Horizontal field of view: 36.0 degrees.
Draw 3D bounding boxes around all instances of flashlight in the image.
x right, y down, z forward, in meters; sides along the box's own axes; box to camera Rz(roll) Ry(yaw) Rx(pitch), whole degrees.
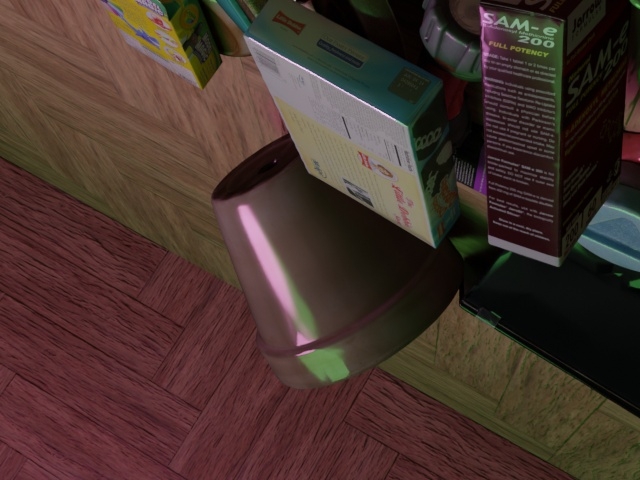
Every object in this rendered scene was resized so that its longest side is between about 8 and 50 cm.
[{"bbox_3d":[0.131,-0.157,0.963,0.103,0.103,0.304,33,163,8],"label":"flashlight"}]

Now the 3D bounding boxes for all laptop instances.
[{"bbox_3d":[0.407,0.081,1.317,0.382,0.236,0.408,32,-167,1],"label":"laptop"}]

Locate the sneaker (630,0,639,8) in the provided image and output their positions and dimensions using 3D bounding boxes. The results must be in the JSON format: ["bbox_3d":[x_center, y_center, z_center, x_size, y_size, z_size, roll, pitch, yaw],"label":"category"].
[{"bbox_3d":[0.271,-0.184,0.673,0.134,0.070,0.051,10,151,52],"label":"sneaker"}]

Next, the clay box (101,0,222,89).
[{"bbox_3d":[-0.195,-0.268,1.154,0.127,0.053,0.222,33,169,11],"label":"clay box"}]

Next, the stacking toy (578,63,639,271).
[{"bbox_3d":[0.315,-0.050,0.885,0.279,0.130,0.309,41,162,-31],"label":"stacking toy"}]

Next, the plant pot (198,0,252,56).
[{"bbox_3d":[-0.166,-0.294,1.191,0.236,0.032,0.236,32,170,6],"label":"plant pot"}]

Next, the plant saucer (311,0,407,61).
[{"bbox_3d":[0.028,-0.221,0.962,0.168,0.029,0.168,58,171,15],"label":"plant saucer"}]

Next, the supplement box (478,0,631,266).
[{"bbox_3d":[0.192,-0.112,0.799,0.073,0.130,0.239,20,141,31],"label":"supplement box"}]

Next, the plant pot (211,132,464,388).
[{"bbox_3d":[0.000,0.000,1.401,0.280,0.323,0.323,58,156,-19],"label":"plant pot"}]

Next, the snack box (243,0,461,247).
[{"bbox_3d":[0.046,-0.109,1.018,0.187,0.060,0.322,32,169,19],"label":"snack box"}]

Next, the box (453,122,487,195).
[{"bbox_3d":[0.146,-0.119,1.184,0.162,0.029,0.116,27,163,13],"label":"box"}]

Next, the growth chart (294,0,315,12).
[{"bbox_3d":[-0.115,-0.326,1.068,0.172,0.021,0.237,13,158,50],"label":"growth chart"}]

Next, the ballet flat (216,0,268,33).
[{"bbox_3d":[-0.113,-0.315,0.935,0.348,0.123,0.123,42,162,-31],"label":"ballet flat"}]
